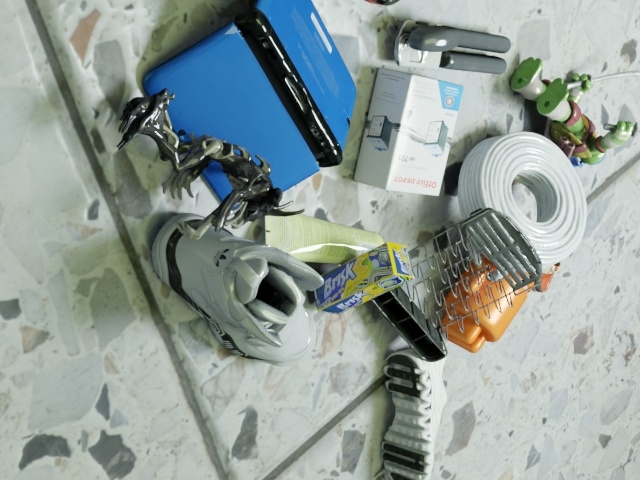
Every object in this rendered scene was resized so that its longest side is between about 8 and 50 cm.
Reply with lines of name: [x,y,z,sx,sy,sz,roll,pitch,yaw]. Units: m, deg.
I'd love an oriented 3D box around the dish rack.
dish rack: [0.238,0.071,1.994,0.271,0.074,0.208,-30,122,19]

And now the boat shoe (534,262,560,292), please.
boat shoe: [0.460,0.042,2.337,0.049,0.043,0.137,-1,107,-46]

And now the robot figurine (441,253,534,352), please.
robot figurine: [0.310,0.098,2.153,0.158,0.128,0.219,40,76,-18]

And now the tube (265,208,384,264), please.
tube: [0.000,0.000,1.864,0.240,0.070,0.062,9,122,-44]

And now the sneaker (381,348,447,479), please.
sneaker: [0.184,0.327,2.138,0.118,0.110,0.292,-21,120,-48]

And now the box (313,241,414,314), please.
box: [0.065,0.062,1.870,0.054,0.169,0.059,13,58,-46]

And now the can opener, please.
can opener: [0.234,-0.315,1.942,0.283,0.095,0.076,-2,108,-44]

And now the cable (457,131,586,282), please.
cable: [0.360,-0.072,2.090,0.257,0.089,0.257,-13,82,-33]

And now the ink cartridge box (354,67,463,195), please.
ink cartridge box: [0.145,-0.177,1.920,0.139,0.082,0.191,3,102,-45]

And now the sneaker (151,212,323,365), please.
sneaker: [-0.077,0.104,1.714,0.137,0.210,0.366,-56,135,-13]

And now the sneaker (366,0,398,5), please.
sneaker: [0.000,-0.431,1.672,0.276,0.135,0.098,27,99,-23]

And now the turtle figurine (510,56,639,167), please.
turtle figurine: [0.499,-0.259,2.157,0.266,0.274,0.198,27,52,-42]

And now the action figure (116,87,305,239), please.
action figure: [-0.158,-0.086,1.598,0.275,0.164,0.141,38,98,-27]

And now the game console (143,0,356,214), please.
game console: [-0.091,-0.227,1.708,0.293,0.173,0.250,58,33,-41]
